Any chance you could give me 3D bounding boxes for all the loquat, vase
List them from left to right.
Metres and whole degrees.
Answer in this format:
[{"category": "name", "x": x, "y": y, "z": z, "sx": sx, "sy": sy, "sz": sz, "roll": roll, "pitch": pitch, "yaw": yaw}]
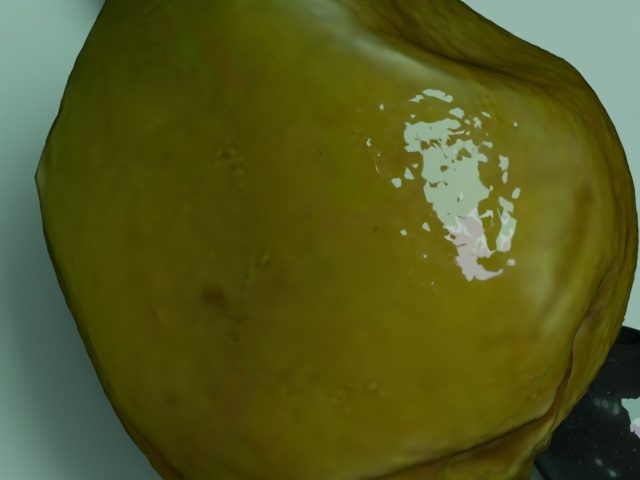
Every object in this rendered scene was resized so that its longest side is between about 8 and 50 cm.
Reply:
[{"category": "loquat", "x": 0.000, "y": 0.000, "z": 0.598, "sx": 0.284, "sy": 0.276, "sz": 0.276, "roll": 38, "pitch": 41, "yaw": 13}, {"category": "vase", "x": 0.204, "y": 0.088, "z": 0.745, "sx": 0.120, "sy": 0.183, "sz": 0.120, "roll": 21, "pitch": 50, "yaw": -28}]
